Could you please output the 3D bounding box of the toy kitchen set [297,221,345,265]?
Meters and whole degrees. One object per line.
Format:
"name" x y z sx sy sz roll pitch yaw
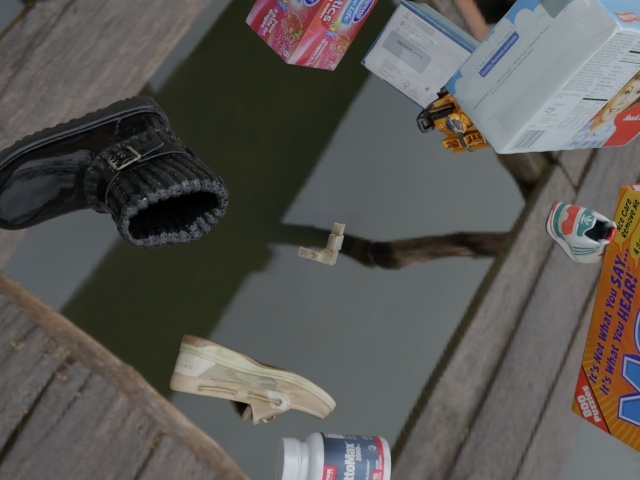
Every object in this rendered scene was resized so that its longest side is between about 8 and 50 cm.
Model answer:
"toy kitchen set" 0.000 0.000 1.783 0.068 0.075 0.083 -11 116 -78

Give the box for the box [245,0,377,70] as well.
"box" 0.014 -0.410 1.440 0.128 0.122 0.257 -5 136 -53

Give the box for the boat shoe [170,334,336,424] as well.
"boat shoe" -0.122 0.274 1.647 0.341 0.121 0.110 27 74 -31

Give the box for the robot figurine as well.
"robot figurine" 0.259 -0.199 1.163 0.291 0.211 0.085 -38 109 -32

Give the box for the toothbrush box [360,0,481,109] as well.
"toothbrush box" 0.213 -0.296 1.553 0.126 0.216 0.295 -55 175 18

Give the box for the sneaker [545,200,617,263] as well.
"sneaker" 0.368 -0.003 1.226 0.161 0.075 0.057 31 79 -46

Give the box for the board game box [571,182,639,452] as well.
"board game box" 0.631 0.124 1.264 0.356 0.356 0.357 -9 115 -35

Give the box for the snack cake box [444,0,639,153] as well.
"snack cake box" 0.259 -0.166 0.856 0.264 0.152 0.089 -8 57 -47

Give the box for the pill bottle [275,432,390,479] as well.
"pill bottle" 0.019 0.380 1.535 0.180 0.108 0.108 6 85 -12

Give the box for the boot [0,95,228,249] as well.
"boot" -0.335 -0.064 1.359 0.348 0.260 0.131 -30 143 -8
